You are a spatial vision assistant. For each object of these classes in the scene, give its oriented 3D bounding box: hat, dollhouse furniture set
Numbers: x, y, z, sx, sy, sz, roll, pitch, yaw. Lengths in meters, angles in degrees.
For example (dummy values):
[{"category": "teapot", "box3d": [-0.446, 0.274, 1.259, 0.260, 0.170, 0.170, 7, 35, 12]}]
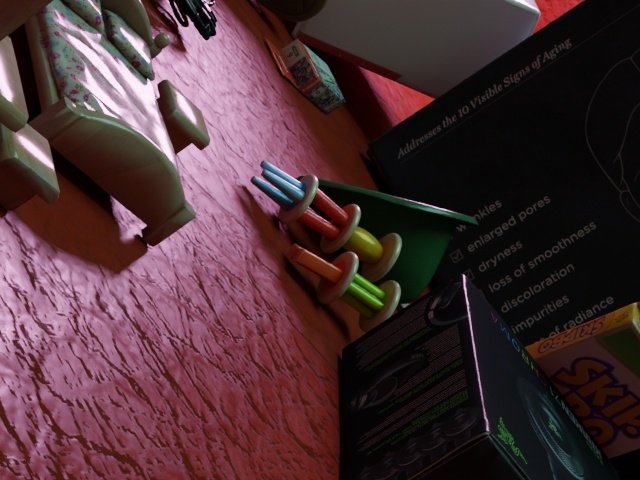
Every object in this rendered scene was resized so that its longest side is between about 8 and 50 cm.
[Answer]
[{"category": "hat", "box3d": [0.055, 0.049, 1.515, 0.208, 0.184, 0.173, 14, 0, 6]}, {"category": "dollhouse furniture set", "box3d": [-0.111, -0.119, 1.022, 0.355, 0.174, 0.303, 42, 20, -44]}]

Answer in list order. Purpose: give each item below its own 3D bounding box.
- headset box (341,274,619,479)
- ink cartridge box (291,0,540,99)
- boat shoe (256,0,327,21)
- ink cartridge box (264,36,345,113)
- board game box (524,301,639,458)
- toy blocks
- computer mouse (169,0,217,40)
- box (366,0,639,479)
[{"category": "headset box", "box3d": [0.136, 0.203, 1.218, 0.246, 0.131, 0.283, 51, 15, -17]}, {"category": "ink cartridge box", "box3d": [0.124, -0.332, 2.107, 0.279, 0.160, 0.385, 21, 20, -6]}, {"category": "boat shoe", "box3d": [-0.094, -0.393, 1.851, 0.302, 0.109, 0.098, 48, 16, -10]}, {"category": "ink cartridge box", "box3d": [-0.017, -0.198, 1.818, 0.115, 0.029, 0.063, 35, 25, -56]}, {"category": "board game box", "box3d": [0.214, 0.142, 1.366, 0.124, 0.259, 0.039, 51, 32, -19]}, {"category": "toy blocks", "box3d": [0.000, 0.000, 1.378, 0.148, 0.054, 0.123, 34, 32, -21]}, {"category": "computer mouse", "box3d": [-0.160, -0.328, 1.535, 0.272, 0.072, 0.188, -94, 165, -52]}, {"category": "box", "box3d": [0.387, -0.015, 1.839, 0.297, 0.480, 0.472, 35, 25, -59]}]
